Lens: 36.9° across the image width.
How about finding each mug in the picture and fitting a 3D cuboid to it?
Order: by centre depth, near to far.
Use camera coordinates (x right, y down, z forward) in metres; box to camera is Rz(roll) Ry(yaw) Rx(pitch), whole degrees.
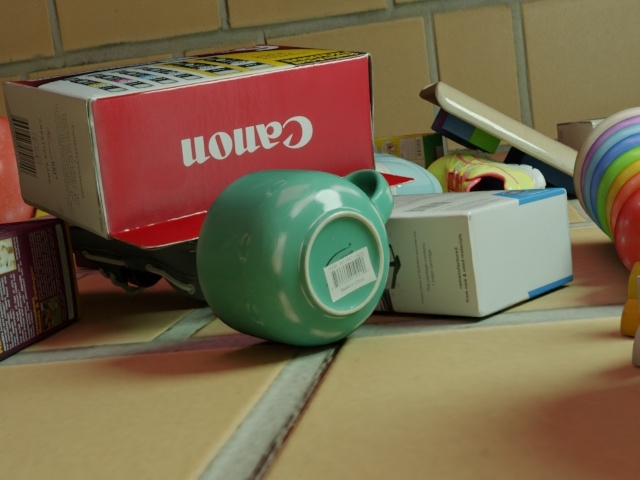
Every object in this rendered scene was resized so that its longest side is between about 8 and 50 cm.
[{"bbox_3d":[-0.008,0.001,0.710,0.129,0.158,0.097,28,-13,-37],"label":"mug"}]

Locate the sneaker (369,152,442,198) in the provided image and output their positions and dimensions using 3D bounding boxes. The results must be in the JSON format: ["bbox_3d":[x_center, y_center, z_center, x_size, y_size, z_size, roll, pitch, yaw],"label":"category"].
[{"bbox_3d":[0.046,-0.071,1.440,0.150,0.135,0.366,-2,12,-29],"label":"sneaker"}]

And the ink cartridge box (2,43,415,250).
[{"bbox_3d":[-0.104,-0.106,0.935,0.309,0.130,0.271,-17,22,-34],"label":"ink cartridge box"}]

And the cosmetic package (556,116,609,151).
[{"bbox_3d":[0.632,-0.192,1.840,0.309,0.113,0.160,-9,7,-9],"label":"cosmetic package"}]

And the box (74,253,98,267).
[{"bbox_3d":[-0.157,-0.043,1.302,0.381,0.143,0.191,-3,8,41],"label":"box"}]

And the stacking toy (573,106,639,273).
[{"bbox_3d":[0.302,-0.037,0.848,0.141,0.141,0.330,-5,11,14],"label":"stacking toy"}]

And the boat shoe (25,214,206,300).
[{"bbox_3d":[-0.206,0.014,1.018,0.319,0.099,0.116,0,7,39],"label":"boat shoe"}]

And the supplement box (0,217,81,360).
[{"bbox_3d":[-0.293,0.043,0.856,0.080,0.104,0.188,-6,7,10],"label":"supplement box"}]

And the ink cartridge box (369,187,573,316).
[{"bbox_3d":[0.092,0.007,0.833,0.203,0.086,0.148,-1,10,45],"label":"ink cartridge box"}]

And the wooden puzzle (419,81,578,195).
[{"bbox_3d":[0.314,-0.164,1.617,0.322,0.081,0.348,26,11,-2],"label":"wooden puzzle"}]

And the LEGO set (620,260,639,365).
[{"bbox_3d":[0.261,0.008,0.627,0.227,0.093,0.087,-11,8,-30],"label":"LEGO set"}]

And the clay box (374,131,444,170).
[{"bbox_3d":[0.124,-0.118,1.673,0.053,0.128,0.222,-11,9,-36],"label":"clay box"}]

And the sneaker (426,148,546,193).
[{"bbox_3d":[0.238,-0.091,1.489,0.208,0.082,0.094,9,23,42],"label":"sneaker"}]

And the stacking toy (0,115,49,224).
[{"bbox_3d":[-0.584,-0.102,1.852,0.479,0.351,0.350,9,-2,-29],"label":"stacking toy"}]
